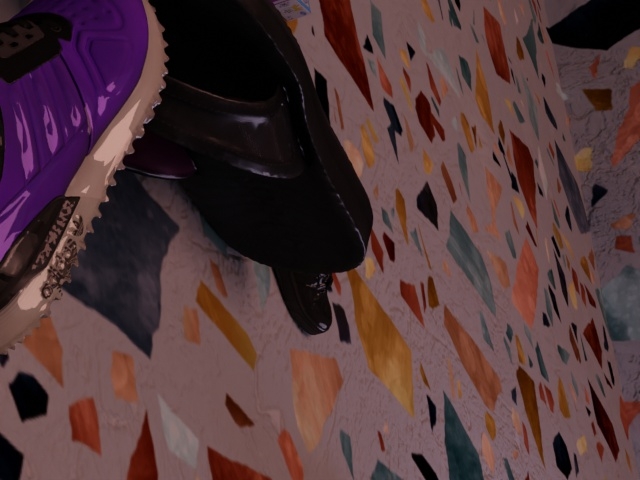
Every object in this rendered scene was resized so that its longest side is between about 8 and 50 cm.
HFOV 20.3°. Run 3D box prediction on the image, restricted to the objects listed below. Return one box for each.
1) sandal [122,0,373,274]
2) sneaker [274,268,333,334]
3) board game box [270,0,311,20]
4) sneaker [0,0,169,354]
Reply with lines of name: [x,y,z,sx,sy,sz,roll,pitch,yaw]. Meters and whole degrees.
sandal: [-0.081,-0.080,1.274,0.446,0.168,0.107,52,46,-48]
sneaker: [0.001,-0.001,1.539,0.051,0.089,0.170,-67,137,-63]
board game box: [-0.057,-0.285,1.710,0.154,0.026,0.103,33,44,-64]
sneaker: [-0.182,-0.084,1.010,0.146,0.102,0.293,53,37,-37]
